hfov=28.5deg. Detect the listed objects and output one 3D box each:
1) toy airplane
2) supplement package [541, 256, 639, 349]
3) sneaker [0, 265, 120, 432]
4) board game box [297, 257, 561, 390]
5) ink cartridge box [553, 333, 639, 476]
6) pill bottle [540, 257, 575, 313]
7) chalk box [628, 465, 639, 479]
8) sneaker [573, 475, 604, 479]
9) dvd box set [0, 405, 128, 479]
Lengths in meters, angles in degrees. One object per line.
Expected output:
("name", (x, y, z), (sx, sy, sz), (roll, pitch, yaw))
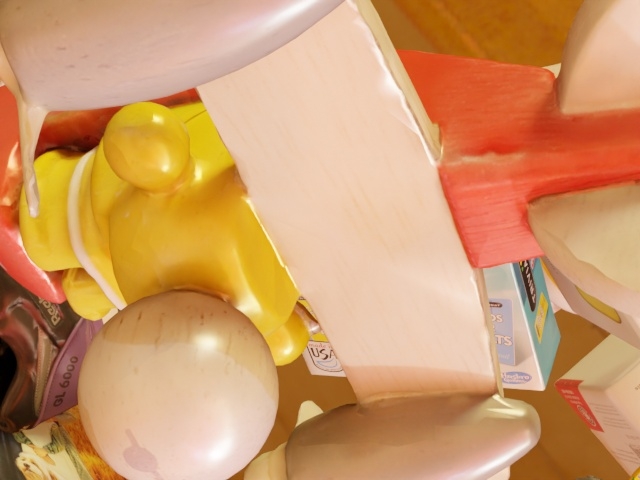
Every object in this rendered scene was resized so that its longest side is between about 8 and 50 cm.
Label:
("toy airplane", (0.000, 0.000, 0.579), (0.386, 0.272, 0.384), (34, 148, -10))
("supplement package", (0.291, -0.024, 1.187), (0.194, 0.149, 0.203), (58, 176, -13))
("sneaker", (-0.226, 0.004, 0.902), (0.107, 0.124, 0.283), (2, 113, 40))
("board game box", (0.067, -0.004, 1.187), (0.254, 0.079, 0.336), (0, 133, 26))
("ink cartridge box", (0.521, 0.293, 1.685), (0.384, 0.160, 0.279), (50, 173, 1))
("pill bottle", (0.352, -0.023, 1.503), (0.334, 0.188, 0.188), (-30, 87, 38))
("chalk box", (0.268, 0.198, 0.719), (0.213, 0.132, 0.132), (39, 166, 16))
("sneaker", (0.304, 0.367, 1.339), (0.078, 0.106, 0.234), (-8, 108, 6))
("dvd box set", (-0.362, 0.136, 1.236), (0.062, 0.308, 0.420), (-54, 40, 12))
